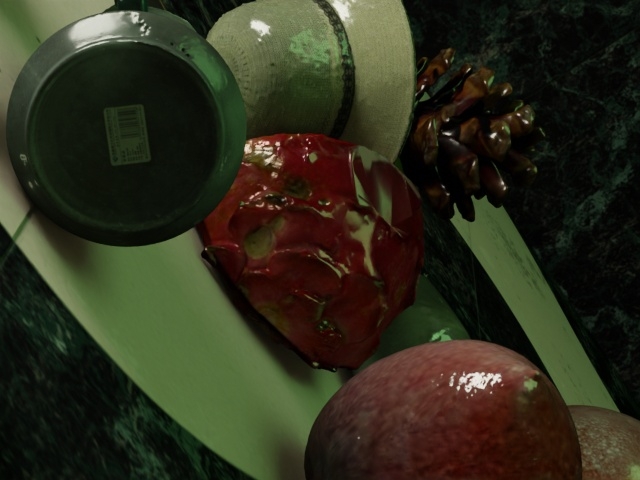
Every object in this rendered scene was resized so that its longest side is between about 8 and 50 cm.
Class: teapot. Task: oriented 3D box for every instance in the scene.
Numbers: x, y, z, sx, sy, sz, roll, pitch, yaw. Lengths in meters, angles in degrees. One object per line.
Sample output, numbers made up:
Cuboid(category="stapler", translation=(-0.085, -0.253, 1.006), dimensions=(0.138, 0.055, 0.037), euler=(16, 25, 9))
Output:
Cuboid(category="teapot", translation=(-0.143, -0.114, 1.451), dimensions=(0.225, 0.171, 0.203), euler=(-102, -169, -75))

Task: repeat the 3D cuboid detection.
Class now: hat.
Cuboid(category="hat", translation=(-0.039, -0.156, 1.804), dimensions=(0.130, 0.257, 0.257), euler=(-5, 56, -35))

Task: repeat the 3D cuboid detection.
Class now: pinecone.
Cuboid(category="pinecone", translation=(0.113, -0.123, 2.305), dimensions=(0.244, 0.309, 0.244), euler=(3, 90, -83))

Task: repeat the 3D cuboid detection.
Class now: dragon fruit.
Cuboid(category="dragon fruit", translation=(0.000, 0.000, 1.746), dimensions=(0.262, 0.189, 0.163), euler=(32, 7, -28))

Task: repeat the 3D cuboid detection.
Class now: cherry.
Cuboid(category="cherry", translation=(0.111, 0.190, 1.545), dimensions=(0.206, 0.239, 0.239), euler=(41, 20, -46))

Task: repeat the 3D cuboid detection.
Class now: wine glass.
Cuboid(category="wine glass", translation=(0.107, 0.152, 1.887), dimensions=(0.241, 0.126, 0.126), euler=(62, 13, 27))

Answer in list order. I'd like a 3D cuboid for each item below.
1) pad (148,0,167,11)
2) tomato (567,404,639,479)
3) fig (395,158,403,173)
Cuboid(category="pad", translation=(-0.235, -0.347, 1.943), dimensions=(0.315, 0.063, 0.375), euler=(63, 14, 24))
Cuboid(category="tomato", translation=(0.285, 0.294, 1.989), dimensions=(0.270, 0.227, 0.270), euler=(57, 11, -18))
Cuboid(category="fig", translation=(0.042, -0.043, 2.154), dimensions=(0.156, 0.123, 0.123), euler=(62, 5, -50))
